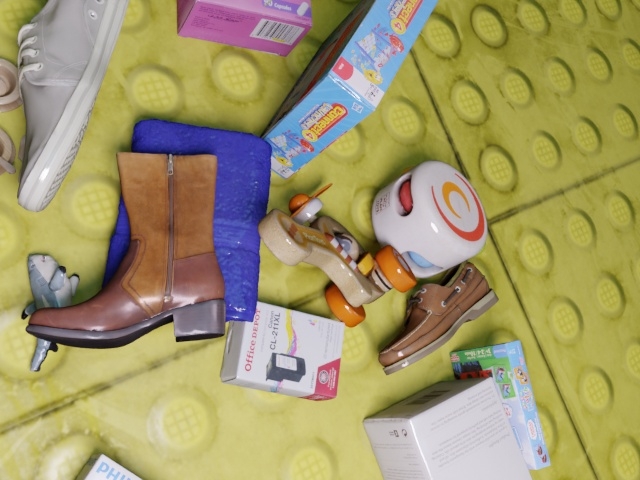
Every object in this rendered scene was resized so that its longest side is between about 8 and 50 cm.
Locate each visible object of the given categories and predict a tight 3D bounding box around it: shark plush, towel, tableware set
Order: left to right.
[{"bbox_3d":[-0.479,-0.184,0.973,0.128,0.039,0.194,10,71,-26],"label":"tableware set"},{"bbox_3d":[-0.388,0.101,0.948,0.067,0.073,0.161,3,88,-2],"label":"shark plush"},{"bbox_3d":[-0.199,-0.027,1.038,0.228,0.076,0.308,8,73,-9],"label":"towel"}]

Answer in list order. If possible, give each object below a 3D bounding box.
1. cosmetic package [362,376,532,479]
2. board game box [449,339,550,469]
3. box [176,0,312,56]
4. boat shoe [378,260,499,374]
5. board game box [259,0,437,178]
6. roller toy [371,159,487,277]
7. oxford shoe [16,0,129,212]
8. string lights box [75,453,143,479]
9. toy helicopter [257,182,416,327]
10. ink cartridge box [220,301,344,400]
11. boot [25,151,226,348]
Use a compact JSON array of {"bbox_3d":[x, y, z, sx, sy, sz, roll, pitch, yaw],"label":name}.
[{"bbox_3d":[0.242,0.435,1.116,0.197,0.155,0.365,-16,84,-31],"label":"cosmetic package"},{"bbox_3d":[0.314,0.294,1.193,0.039,0.160,0.211,-7,79,-29],"label":"board game box"},{"bbox_3d":[-0.139,-0.481,1.199,0.214,0.117,0.242,4,73,-27],"label":"box"},{"bbox_3d":[0.197,0.134,1.216,0.307,0.111,0.104,-28,86,-41],"label":"boat shoe"},{"bbox_3d":[0.040,-0.285,1.130,0.086,0.302,0.308,37,62,-15],"label":"board game box"},{"bbox_3d":[0.193,-0.038,1.223,0.191,0.146,0.209,-26,86,-50],"label":"roller toy"},{"bbox_3d":[-0.382,-0.244,0.973,0.130,0.169,0.449,19,60,-26],"label":"oxford shoe"},{"bbox_3d":[-0.312,0.425,0.863,0.133,0.077,0.259,38,61,-13],"label":"string lights box"},{"bbox_3d":[0.000,0.000,1.056,0.235,0.140,0.355,59,16,20],"label":"toy helicopter"},{"bbox_3d":[-0.059,0.179,1.075,0.175,0.072,0.127,16,68,-24],"label":"ink cartridge box"},{"bbox_3d":[-0.265,0.002,0.927,0.264,0.096,0.280,-5,74,-11],"label":"boot"}]
